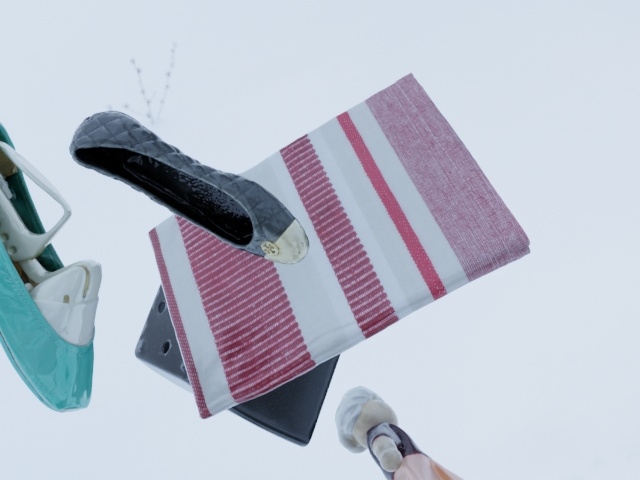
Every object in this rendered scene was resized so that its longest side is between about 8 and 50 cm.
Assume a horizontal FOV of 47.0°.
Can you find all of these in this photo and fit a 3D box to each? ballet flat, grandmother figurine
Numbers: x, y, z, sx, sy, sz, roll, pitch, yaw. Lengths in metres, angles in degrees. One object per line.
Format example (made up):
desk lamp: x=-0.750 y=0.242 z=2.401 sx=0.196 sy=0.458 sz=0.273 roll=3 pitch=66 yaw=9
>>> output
ballet flat: x=-0.087 y=-0.027 z=0.495 sx=0.173 sy=0.057 sz=0.049 roll=29 pitch=42 yaw=-8
ballet flat: x=-0.220 y=0.015 z=0.562 sx=0.087 sy=0.247 sz=0.083 roll=-26 pitch=6 yaw=10
grandmother figurine: x=0.129 y=0.307 z=0.965 sx=0.104 sy=0.208 sz=0.342 roll=-35 pitch=37 yaw=-12

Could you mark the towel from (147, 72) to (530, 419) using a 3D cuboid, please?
towel: x=0.000 y=0.000 z=0.710 sx=0.329 sy=0.037 sz=0.237 roll=-29 pitch=54 yaw=7

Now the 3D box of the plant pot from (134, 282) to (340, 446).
plant pot: x=-0.098 y=0.107 z=0.855 sx=0.187 sy=0.167 sz=0.188 roll=10 pitch=75 yaw=49
